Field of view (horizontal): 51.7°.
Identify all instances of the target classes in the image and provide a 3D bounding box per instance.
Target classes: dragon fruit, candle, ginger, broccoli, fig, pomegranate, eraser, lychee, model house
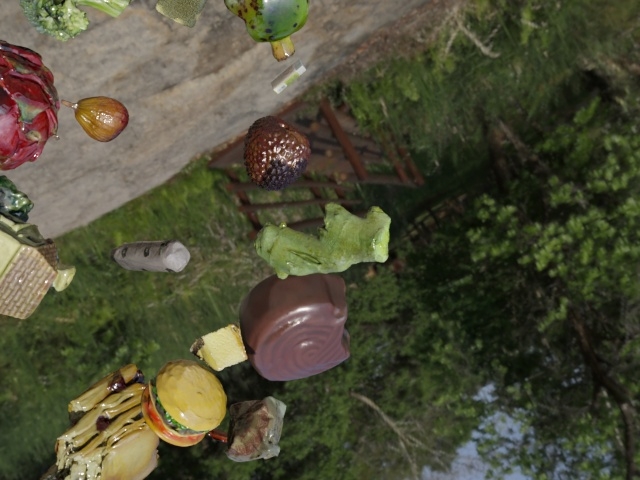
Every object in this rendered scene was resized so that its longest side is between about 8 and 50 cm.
[{"bbox_3d":[-0.769,-0.321,1.548,0.329,0.329,0.329,-26,176,-2],"label":"dragon fruit"},{"bbox_3d":[-0.192,0.439,1.454,0.167,0.021,0.026,0,-135,45],"label":"candle"},{"bbox_3d":[0.005,0.000,1.324,0.290,0.137,0.089,-16,-162,22],"label":"ginger"},{"bbox_3d":[-0.697,-0.742,1.842,0.277,0.317,0.338,-30,-171,46],"label":"broccoli"},{"bbox_3d":[-0.548,-0.311,1.607,0.119,0.153,0.119,-44,-156,26],"label":"fig"},{"bbox_3d":[-0.073,-0.393,1.110,0.122,0.169,0.143,-14,-157,41],"label":"pomegranate"},{"bbox_3d":[-0.070,-0.360,1.449,0.083,0.019,0.038,-38,-142,15],"label":"eraser"},{"bbox_3d":[-0.118,-0.219,1.712,0.188,0.188,0.188,-26,176,-2],"label":"lychee"},{"bbox_3d":[-0.739,0.022,1.603,0.261,0.266,0.321,-56,-176,4],"label":"model house"}]

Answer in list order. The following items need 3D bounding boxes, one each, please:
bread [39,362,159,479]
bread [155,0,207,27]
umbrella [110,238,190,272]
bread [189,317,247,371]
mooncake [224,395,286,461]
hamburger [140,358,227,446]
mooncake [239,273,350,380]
[{"bbox_3d":[-0.523,0.513,1.572,0.370,0.192,0.314,-44,155,-38],"label":"bread"},{"bbox_3d":[-0.385,-0.690,1.863,0.188,0.126,0.068,-29,-141,61],"label":"bread"},{"bbox_3d":[-0.417,0.037,1.576,0.337,0.073,0.067,-2,-145,50],"label":"umbrella"},{"bbox_3d":[-0.303,0.322,1.995,0.147,0.127,0.152,-20,178,-37],"label":"bread"},{"bbox_3d":[-0.140,0.390,1.363,0.130,0.073,0.125,-22,-137,31],"label":"mooncake"},{"bbox_3d":[-0.255,0.303,1.243,0.115,0.162,0.162,-46,168,24],"label":"hamburger"},{"bbox_3d":[-0.050,0.229,1.690,0.334,0.174,0.326,14,129,-30],"label":"mooncake"}]
